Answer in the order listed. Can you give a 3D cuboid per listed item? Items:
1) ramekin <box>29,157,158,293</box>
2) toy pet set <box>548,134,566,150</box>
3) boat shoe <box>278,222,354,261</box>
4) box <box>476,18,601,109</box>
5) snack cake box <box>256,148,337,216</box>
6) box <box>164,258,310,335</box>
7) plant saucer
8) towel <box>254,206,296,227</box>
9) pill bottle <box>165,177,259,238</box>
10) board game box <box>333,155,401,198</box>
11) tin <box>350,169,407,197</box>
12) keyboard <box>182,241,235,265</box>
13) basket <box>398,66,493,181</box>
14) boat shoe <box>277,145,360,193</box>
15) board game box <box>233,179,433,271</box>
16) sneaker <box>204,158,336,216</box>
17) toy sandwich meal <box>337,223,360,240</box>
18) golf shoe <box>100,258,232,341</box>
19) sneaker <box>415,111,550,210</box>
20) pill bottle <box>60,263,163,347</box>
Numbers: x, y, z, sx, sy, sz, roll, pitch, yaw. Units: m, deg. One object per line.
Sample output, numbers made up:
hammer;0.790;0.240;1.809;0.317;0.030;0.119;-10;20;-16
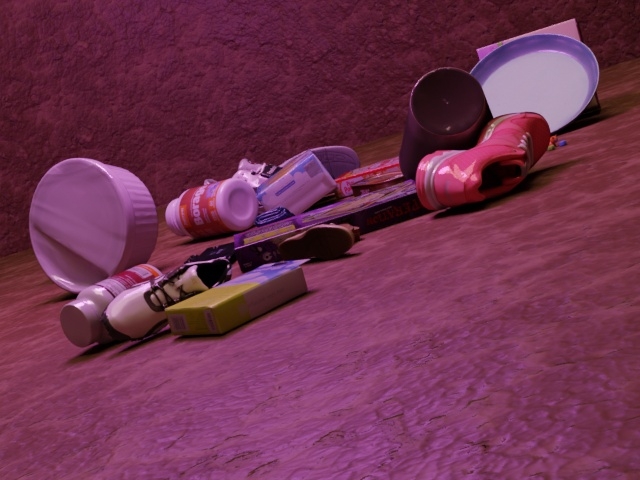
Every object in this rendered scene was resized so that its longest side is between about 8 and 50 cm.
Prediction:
ramekin;-0.448;-0.031;2.098;0.273;0.272;0.127;-13;-3;31
toy pet set;0.404;-0.201;2.076;0.122;0.065;0.114;-21;9;-27
boat shoe;0.000;0.002;1.611;0.153;0.056;0.048;-20;9;46
box;0.527;-0.389;2.507;0.243;0.213;0.117;-15;-2;18
snack cake box;-0.053;-0.117;2.260;0.152;0.089;0.264;-38;7;2
box;-0.103;0.075;1.370;0.178;0.042;0.109;-24;11;-41
plant saucer;0.477;-0.339;2.366;0.318;0.043;0.317;-15;50;19
towel;-0.081;-0.033;1.977;0.067;0.029;0.119;-22;-13;9
pill bottle;-0.253;-0.067;2.376;0.216;0.121;0.121;-11;11;43
board game box;0.138;-0.151;2.378;0.194;0.045;0.147;-15;9;20
tin;0.138;-0.120;2.204;0.106;0.040;0.190;-25;11;-23
keyboard;-0.202;0.033;1.944;0.108;0.023;0.180;-13;8;7
basket;0.230;-0.207;1.868;0.204;0.154;0.227;-35;-16;-3
boat shoe;-0.054;-0.154;2.571;0.320;0.118;0.103;-23;11;12
board game box;0.018;-0.031;1.825;0.347;0.056;0.208;-18;12;-2
sneaker;-0.129;-0.131;2.466;0.331;0.146;0.122;-15;9;13
toy sandwich meal;0.023;-0.002;1.686;0.086;0.029;0.085;-20;11;4
golf shoe;-0.206;0.070;1.416;0.198;0.077;0.094;-26;-14;-37
sneaker;0.303;-0.122;1.712;0.314;0.116;0.136;-30;26;-35
pill bottle;-0.292;0.095;1.483;0.086;0.086;0.152;-11;11;41
